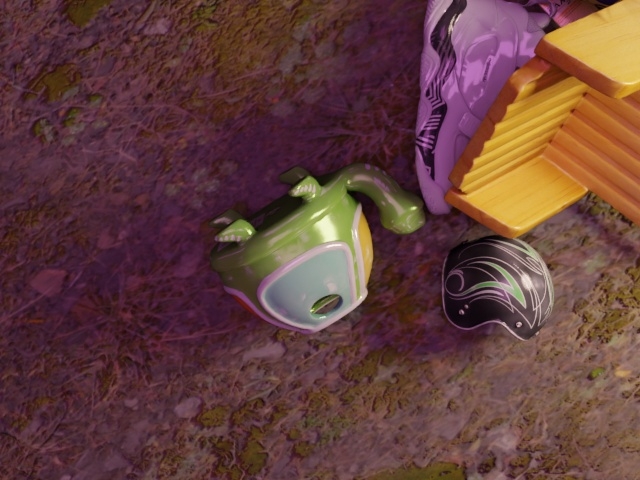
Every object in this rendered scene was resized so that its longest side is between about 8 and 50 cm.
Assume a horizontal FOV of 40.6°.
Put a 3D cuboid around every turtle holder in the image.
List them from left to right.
[{"bbox_3d":[-0.013,0.004,1.413,0.320,0.243,0.227,-37,103,-23],"label":"turtle holder"}]

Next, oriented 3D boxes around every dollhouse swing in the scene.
[{"bbox_3d":[0.418,-0.099,1.207,0.315,0.347,0.305,-28,70,-30],"label":"dollhouse swing"}]

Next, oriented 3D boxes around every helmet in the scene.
[{"bbox_3d":[0.288,0.076,1.381,0.161,0.169,0.169,-5,94,27],"label":"helmet"}]

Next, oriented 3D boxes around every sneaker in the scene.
[{"bbox_3d":[0.264,-0.219,1.373,0.210,0.137,0.365,4,92,12],"label":"sneaker"}]

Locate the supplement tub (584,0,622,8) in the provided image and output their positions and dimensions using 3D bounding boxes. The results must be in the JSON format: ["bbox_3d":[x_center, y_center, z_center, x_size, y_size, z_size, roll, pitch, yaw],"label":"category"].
[{"bbox_3d":[0.486,-0.429,1.218,0.331,0.241,0.241,28,99,23],"label":"supplement tub"}]

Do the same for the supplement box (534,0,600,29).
[{"bbox_3d":[0.398,-0.370,1.390,0.062,0.036,0.098,-44,86,10],"label":"supplement box"}]
